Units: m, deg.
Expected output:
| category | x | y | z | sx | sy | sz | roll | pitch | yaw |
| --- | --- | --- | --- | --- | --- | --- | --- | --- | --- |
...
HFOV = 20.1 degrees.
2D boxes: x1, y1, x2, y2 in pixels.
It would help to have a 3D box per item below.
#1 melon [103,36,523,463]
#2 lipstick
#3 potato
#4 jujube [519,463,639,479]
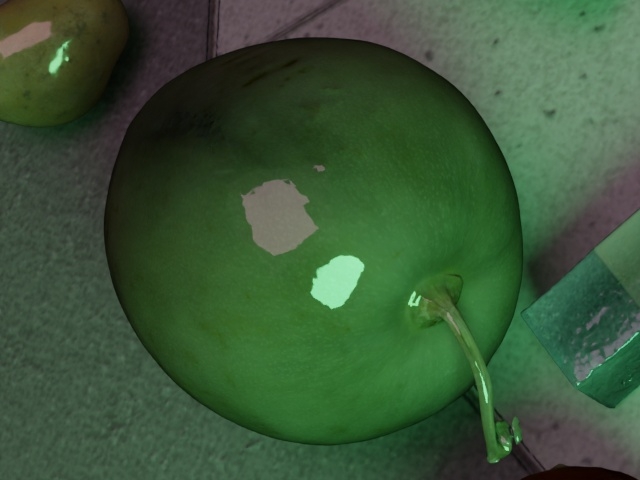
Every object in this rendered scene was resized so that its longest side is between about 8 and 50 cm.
| category | x | y | z | sx | sy | sz | roll | pitch | yaw |
| --- | --- | --- | --- | --- | --- | --- | --- | --- | --- |
| melon | -0.009 | -0.003 | 1.139 | 0.308 | 0.271 | 0.272 | -8 | 67 | 48 |
| lipstick | 0.267 | -0.028 | 1.088 | 0.317 | 0.066 | 0.068 | -42 | 56 | 12 |
| potato | -0.216 | -0.147 | 1.418 | 0.147 | 0.112 | 0.112 | -35 | 57 | 9 |
| jujube | 0.169 | 0.240 | 0.989 | 0.174 | 0.174 | 0.250 | -41 | 52 | 13 |
